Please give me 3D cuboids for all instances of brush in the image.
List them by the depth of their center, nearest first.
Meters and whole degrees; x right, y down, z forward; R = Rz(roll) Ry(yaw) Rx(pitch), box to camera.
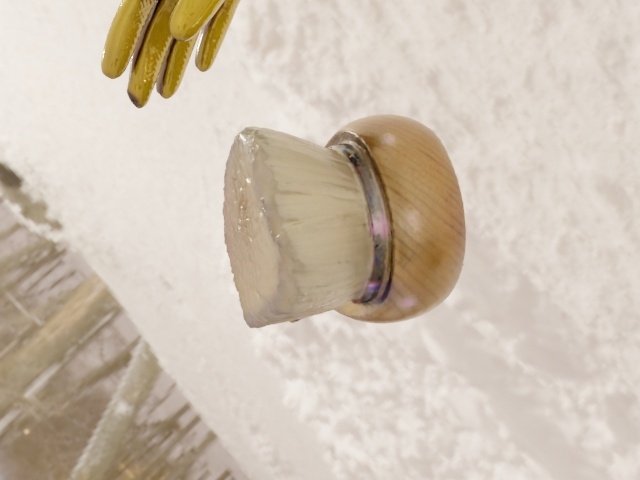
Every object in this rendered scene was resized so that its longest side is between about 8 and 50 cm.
[{"bbox_3d":[0.000,0.000,0.904,0.266,0.166,0.174,135,123,-68],"label":"brush"}]

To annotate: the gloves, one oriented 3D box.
[{"bbox_3d":[-0.074,-0.230,0.854,0.116,0.294,0.133,47,-158,29],"label":"gloves"}]
